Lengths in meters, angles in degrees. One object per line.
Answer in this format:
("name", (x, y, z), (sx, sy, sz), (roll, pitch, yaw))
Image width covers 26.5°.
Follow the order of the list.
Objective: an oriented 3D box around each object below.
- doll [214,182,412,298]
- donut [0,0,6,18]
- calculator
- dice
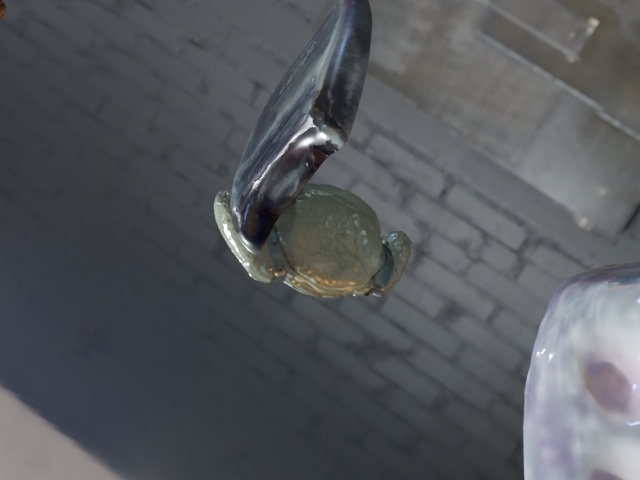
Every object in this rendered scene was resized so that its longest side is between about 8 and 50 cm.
("doll", (0.000, 0.000, 1.215), (0.214, 0.071, 0.104), (12, -123, -36))
("donut", (-0.402, -0.232, 1.169), (0.295, 0.151, 0.112), (14, -116, -26))
("calculator", (-0.013, -0.111, 1.139), (0.040, 0.177, 0.268), (33, -150, -12))
("dice", (0.311, 0.144, 0.930), (0.270, 0.270, 0.271), (-3, -179, 35))
